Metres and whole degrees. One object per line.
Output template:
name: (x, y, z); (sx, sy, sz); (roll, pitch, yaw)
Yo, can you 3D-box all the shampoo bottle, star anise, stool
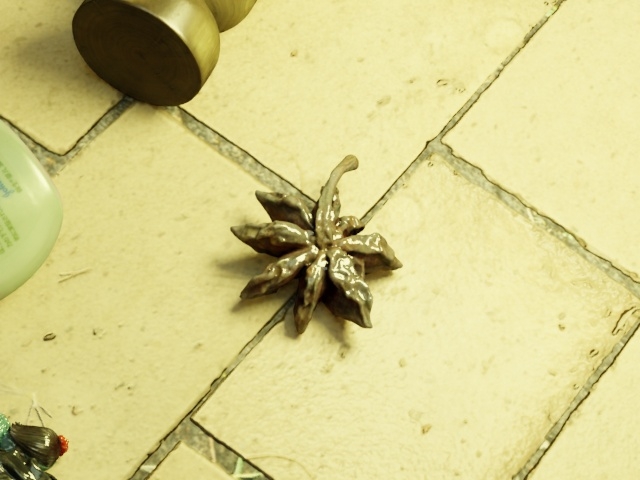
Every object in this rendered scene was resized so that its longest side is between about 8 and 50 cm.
shampoo bottle: (-0.466, 0.012, 1.899); (0.349, 0.151, 0.222); (-37, 82, -28)
star anise: (0.000, -0.001, 2.032); (0.209, 0.089, 0.231); (1, 70, -19)
stool: (-0.170, -0.320, 2.144); (0.179, 0.179, 0.264); (25, 57, 6)

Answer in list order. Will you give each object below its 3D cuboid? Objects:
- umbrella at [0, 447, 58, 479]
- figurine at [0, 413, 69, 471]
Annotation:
umbrella: (-0.364, 0.270, 1.777); (0.336, 0.128, 0.154); (29, 56, 4)
figurine: (-0.328, 0.215, 1.865); (0.106, 0.047, 0.060); (18, 15, 8)
